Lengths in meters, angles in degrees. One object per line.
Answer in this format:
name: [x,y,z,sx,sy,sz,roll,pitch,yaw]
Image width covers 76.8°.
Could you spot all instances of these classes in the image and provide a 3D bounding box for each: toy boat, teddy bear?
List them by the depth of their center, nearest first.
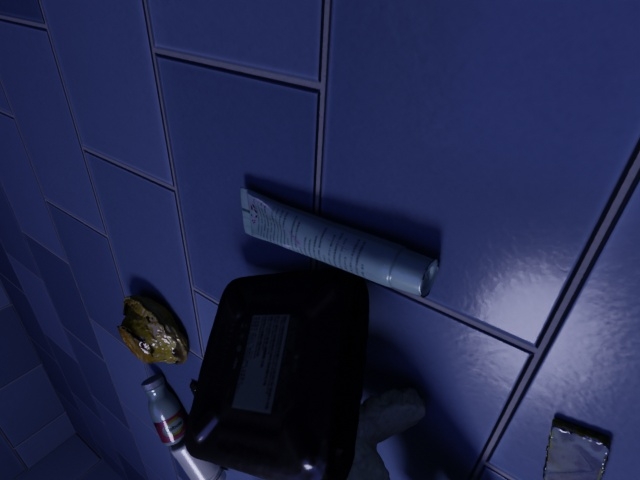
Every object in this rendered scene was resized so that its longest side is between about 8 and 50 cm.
toy boat: [0.324,0.281,0.515,0.063,0.016,0.115,12,123,34]
teddy bear: [0.036,0.320,0.705,0.375,0.362,0.327,27,117,-28]

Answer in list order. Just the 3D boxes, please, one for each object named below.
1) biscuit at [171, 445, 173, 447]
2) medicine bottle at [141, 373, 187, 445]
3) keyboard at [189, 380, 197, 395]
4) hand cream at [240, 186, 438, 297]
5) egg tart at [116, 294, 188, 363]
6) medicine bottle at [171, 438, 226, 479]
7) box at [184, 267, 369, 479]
biscuit: [-0.543,0.696,1.466,0.208,0.041,0.290,50,135,5]
medicine bottle: [-0.503,0.543,1.301,0.090,0.090,0.216,-11,102,43]
keyboard: [-0.306,0.525,1.182,0.106,0.016,0.262,-5,112,41]
hand cream: [0.000,0.000,0.576,0.331,0.058,0.085,18,127,30]
egg tart: [-0.459,0.254,1.082,0.241,0.106,0.241,22,133,27]
medicine bottle: [-0.393,0.719,1.312,0.103,0.103,0.186,-24,100,45]
box: [-0.070,0.184,0.600,0.289,0.289,0.073,-7,151,35]
